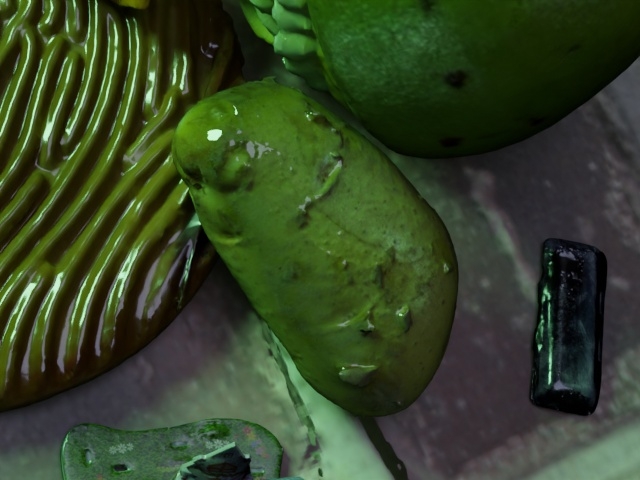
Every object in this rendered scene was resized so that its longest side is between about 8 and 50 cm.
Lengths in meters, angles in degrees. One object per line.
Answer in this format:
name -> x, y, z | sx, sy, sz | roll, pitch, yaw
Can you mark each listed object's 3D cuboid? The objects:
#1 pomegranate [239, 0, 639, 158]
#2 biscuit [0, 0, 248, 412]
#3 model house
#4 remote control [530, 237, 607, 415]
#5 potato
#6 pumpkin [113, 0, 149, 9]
pomegranate -> 0.057, -0.190, 0.852 | 0.260, 0.341, 0.260 | -10, 56, 16
biscuit -> -0.187, -0.070, 0.874 | 0.318, 0.040, 0.318 | 6, 70, -15
model house -> -0.051, 0.154, 0.814 | 0.117, 0.088, 0.167 | 1, 72, -18
remote control -> 0.134, 0.044, 0.952 | 0.039, 0.014, 0.096 | 13, 68, -13
potato -> 0.000, 0.000, 0.871 | 0.105, 0.085, 0.188 | -50, 114, -20
pumpkin -> -0.106, -0.164, 0.883 | 0.074, 0.054, 0.083 | 21, 68, -5
